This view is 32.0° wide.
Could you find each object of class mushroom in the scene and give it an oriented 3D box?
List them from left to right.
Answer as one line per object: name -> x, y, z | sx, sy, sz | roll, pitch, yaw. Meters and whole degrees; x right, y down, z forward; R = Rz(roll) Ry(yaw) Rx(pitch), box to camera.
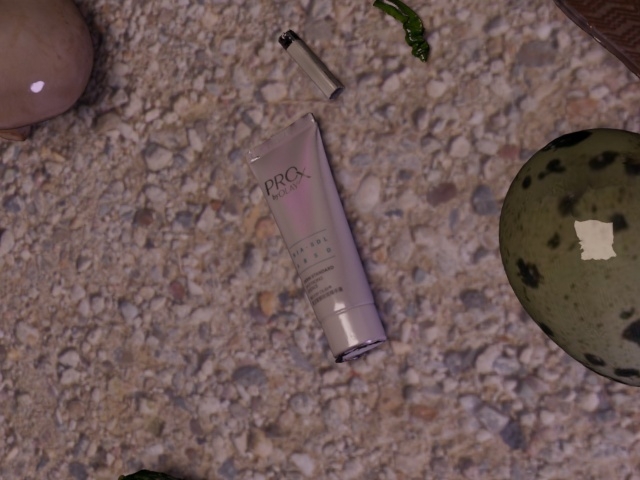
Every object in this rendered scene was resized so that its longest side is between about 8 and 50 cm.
mushroom -> -0.347, -0.189, 1.205 | 0.204, 0.204, 0.204 | 1, 93, 24

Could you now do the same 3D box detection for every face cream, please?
face cream -> 0.000, 0.000, 1.115 | 0.092, 0.058, 0.243 | -29, 75, 27

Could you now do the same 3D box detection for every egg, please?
egg -> 0.248, 0.016, 0.938 | 0.177, 0.177, 0.228 | -23, 97, 23

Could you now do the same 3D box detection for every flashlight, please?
flashlight -> -0.010, -0.177, 1.126 | 0.018, 0.018, 0.083 | -45, 75, 20

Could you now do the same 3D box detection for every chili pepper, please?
chili pepper -> 0.083, -0.209, 1.084 | 0.027, 0.022, 0.083 | -32, 77, -12

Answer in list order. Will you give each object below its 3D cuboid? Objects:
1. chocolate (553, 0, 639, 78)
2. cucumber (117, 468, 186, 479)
chocolate -> 0.291, -0.209, 0.905 | 0.214, 0.148, 0.093 | 38, 64, -9
cucumber -> -0.068, 0.341, 1.136 | 0.360, 0.096, 0.096 | 25, 102, 22
